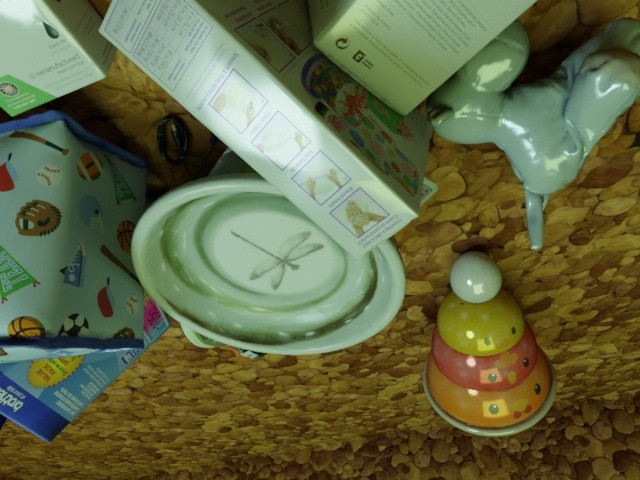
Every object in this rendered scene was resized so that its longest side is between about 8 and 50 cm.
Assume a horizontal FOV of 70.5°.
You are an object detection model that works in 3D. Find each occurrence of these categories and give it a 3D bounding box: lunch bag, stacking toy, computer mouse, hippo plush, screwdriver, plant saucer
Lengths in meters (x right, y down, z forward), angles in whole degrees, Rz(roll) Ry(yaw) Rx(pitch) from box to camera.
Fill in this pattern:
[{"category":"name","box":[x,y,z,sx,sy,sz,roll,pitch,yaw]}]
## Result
[{"category":"lunch bag","box":[-0.485,0.020,0.675,0.384,0.328,0.239,-7,163,15]},{"category":"stacking toy","box":[0.401,0.227,1.153,0.350,0.351,0.480,-14,125,12]},{"category":"computer mouse","box":[-0.220,-0.098,0.783,0.071,0.041,0.242,-15,129,3]},{"category":"hippo plush","box":[0.283,-0.199,0.666,0.236,0.234,0.294,25,125,10]},{"category":"screwdriver","box":[-0.189,-0.158,0.772,0.024,0.025,0.170,15,146,-25]},{"category":"plant saucer","box":[-0.073,0.035,0.693,0.399,0.101,0.401,3,137,3]}]

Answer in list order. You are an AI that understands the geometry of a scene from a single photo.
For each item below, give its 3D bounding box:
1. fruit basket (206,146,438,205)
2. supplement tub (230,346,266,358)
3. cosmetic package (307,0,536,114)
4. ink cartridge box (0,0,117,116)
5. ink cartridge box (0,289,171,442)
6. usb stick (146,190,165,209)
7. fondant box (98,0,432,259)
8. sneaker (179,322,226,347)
[{"category":"fruit basket","box":[-0.033,-0.042,0.759,0.326,0.166,0.353,30,117,-23]},{"category":"supplement tub","box":[-0.149,0.237,1.191,0.117,0.117,0.190,28,131,-35]},{"category":"cosmetic package","box":[0.154,-0.333,0.443,0.155,0.197,0.365,26,133,-34]},{"category":"ink cartridge box","box":[-0.380,-0.279,0.529,0.160,0.093,0.219,-16,141,13]},{"category":"ink cartridge box","box":[-0.520,0.212,0.898,0.151,0.395,0.270,31,148,22]},{"category":"usb stick","box":[-0.299,-0.056,0.859,0.277,0.045,0.077,9,138,-17]},{"category":"fondant box","box":[-0.024,-0.171,0.504,0.330,0.238,0.096,40,127,-13]},{"category":"sneaker","box":[-0.219,0.120,0.985,0.181,0.158,0.410,-6,147,9]}]
